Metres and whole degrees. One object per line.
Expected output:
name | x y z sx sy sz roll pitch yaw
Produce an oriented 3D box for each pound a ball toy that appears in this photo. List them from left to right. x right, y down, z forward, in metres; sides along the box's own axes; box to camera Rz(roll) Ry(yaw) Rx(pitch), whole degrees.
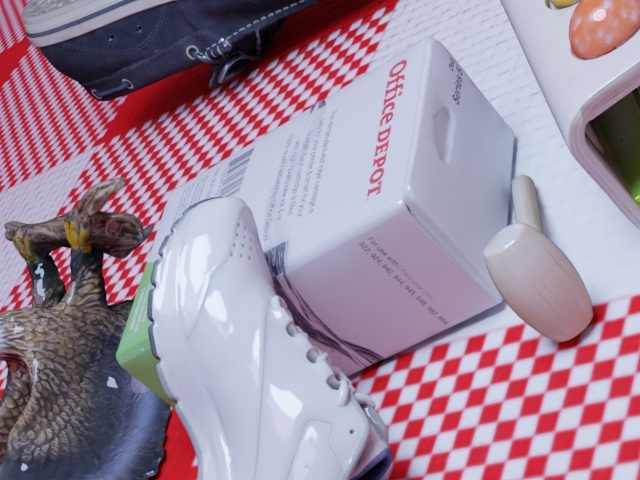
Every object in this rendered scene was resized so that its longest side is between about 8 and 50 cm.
pound a ball toy | 0.170 -0.110 0.907 0.208 0.136 0.319 -36 27 18

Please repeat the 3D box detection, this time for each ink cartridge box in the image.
ink cartridge box | 0.000 0.000 1.012 0.273 0.115 0.198 -28 31 31

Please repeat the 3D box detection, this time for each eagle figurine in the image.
eagle figurine | -0.231 0.118 1.147 0.226 0.225 0.298 83 -172 -74

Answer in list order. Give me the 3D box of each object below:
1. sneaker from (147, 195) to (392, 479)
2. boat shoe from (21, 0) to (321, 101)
sneaker | -0.023 0.106 0.841 0.129 0.111 0.297 -19 69 17
boat shoe | -0.105 -0.265 1.513 0.500 0.156 0.186 -11 35 31
